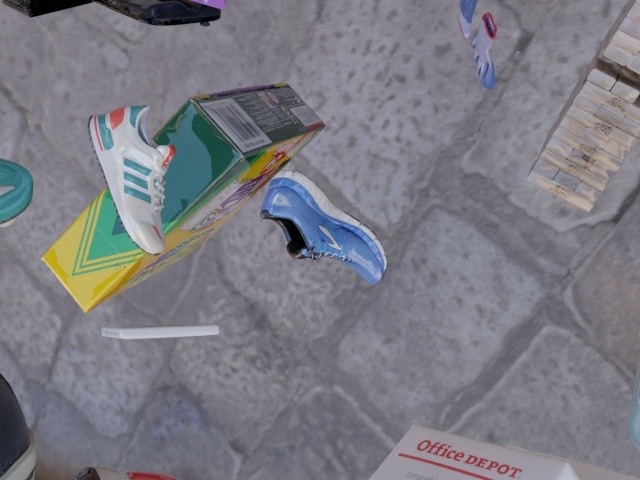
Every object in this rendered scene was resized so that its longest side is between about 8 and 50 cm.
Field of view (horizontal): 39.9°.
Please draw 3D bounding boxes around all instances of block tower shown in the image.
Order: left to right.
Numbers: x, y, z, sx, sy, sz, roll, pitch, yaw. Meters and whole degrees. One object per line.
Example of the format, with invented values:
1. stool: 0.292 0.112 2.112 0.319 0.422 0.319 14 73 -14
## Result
1. block tower: 0.356 -0.193 1.002 0.091 0.097 0.335 29 130 6

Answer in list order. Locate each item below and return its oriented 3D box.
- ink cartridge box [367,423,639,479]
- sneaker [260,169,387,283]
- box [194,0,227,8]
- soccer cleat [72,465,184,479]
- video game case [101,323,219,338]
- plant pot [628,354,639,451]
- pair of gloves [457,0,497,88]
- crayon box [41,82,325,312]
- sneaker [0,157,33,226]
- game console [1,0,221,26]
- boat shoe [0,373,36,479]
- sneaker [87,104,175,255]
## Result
1. ink cartridge box: 0.109 0.285 0.763 0.207 0.353 0.119 -2 127 56
2. sneaker: 0.000 0.000 1.897 0.330 0.147 0.129 38 158 -17
3. box: -0.090 -0.436 0.975 0.057 0.293 0.201 16 161 1
4. soccer cleat: -0.084 0.278 0.503 0.109 0.116 0.318 -53 38 34
5. video game case: -0.260 0.145 1.420 0.143 0.157 0.019 171 98 -64
6. plant pot: 0.460 0.136 0.946 0.247 0.252 0.248 5 76 41
7. pair of gloves: 0.246 -0.342 1.384 0.159 0.023 0.198 79 179 -68
8. crayon box: -0.178 -0.075 1.256 0.313 0.363 0.106 -43 88 21
9. sneaker: -0.426 -0.071 0.924 0.110 0.275 0.107 -30 63 40
10. game console: -0.272 -0.325 1.168 0.361 0.213 0.044 31 136 46
11. boat shoe: -0.271 0.134 0.287 0.186 0.500 0.156 -8 103 16
12. sneaker: -0.183 -0.066 0.927 0.075 0.057 0.161 -20 95 3
